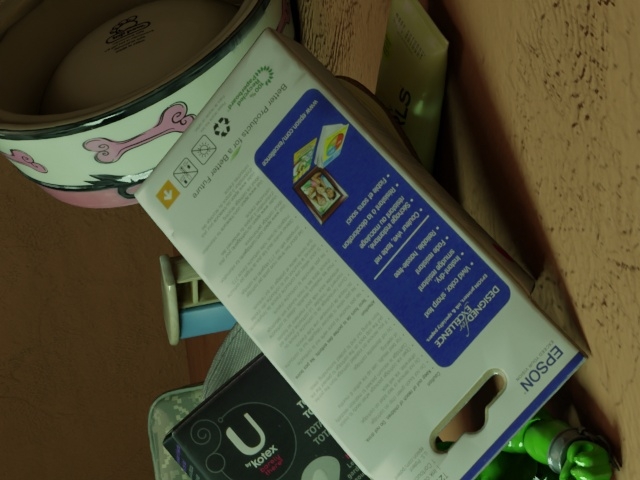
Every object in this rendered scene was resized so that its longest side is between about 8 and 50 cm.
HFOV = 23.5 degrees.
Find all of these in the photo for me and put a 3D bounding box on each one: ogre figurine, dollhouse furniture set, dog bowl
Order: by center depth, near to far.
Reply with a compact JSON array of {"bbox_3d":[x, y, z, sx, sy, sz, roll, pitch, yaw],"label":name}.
[{"bbox_3d":[0.136,0.183,1.071,0.197,0.097,0.118,87,163,-46],"label":"ogre figurine"},{"bbox_3d":[-0.055,0.131,1.749,0.286,0.198,0.303,94,161,-55],"label":"dollhouse furniture set"},{"bbox_3d":[-0.208,-0.202,1.759,0.150,0.408,0.408,62,-178,-37],"label":"dog bowl"}]

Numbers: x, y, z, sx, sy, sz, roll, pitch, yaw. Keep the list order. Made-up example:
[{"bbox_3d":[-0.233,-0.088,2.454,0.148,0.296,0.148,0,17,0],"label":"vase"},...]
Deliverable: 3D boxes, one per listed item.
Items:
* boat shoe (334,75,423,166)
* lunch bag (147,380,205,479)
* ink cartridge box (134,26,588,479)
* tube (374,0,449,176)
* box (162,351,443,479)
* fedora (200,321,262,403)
[{"bbox_3d":[0.040,-0.003,1.229,0.095,0.095,0.257,-20,98,57],"label":"boat shoe"},{"bbox_3d":[-0.076,0.327,2.049,0.256,0.212,0.305,6,-109,-67],"label":"lunch bag"},{"bbox_3d":[0.025,0.022,1.134,0.371,0.176,0.069,49,-164,30],"label":"ink cartridge box"},{"bbox_3d":[0.068,-0.096,1.262,0.062,0.070,0.240,-55,-19,-40],"label":"tube"},{"bbox_3d":[0.020,0.210,1.252,0.270,0.165,0.143,50,167,1],"label":"box"},{"bbox_3d":[-0.036,0.166,1.543,0.243,0.124,0.275,7,73,51],"label":"fedora"}]
